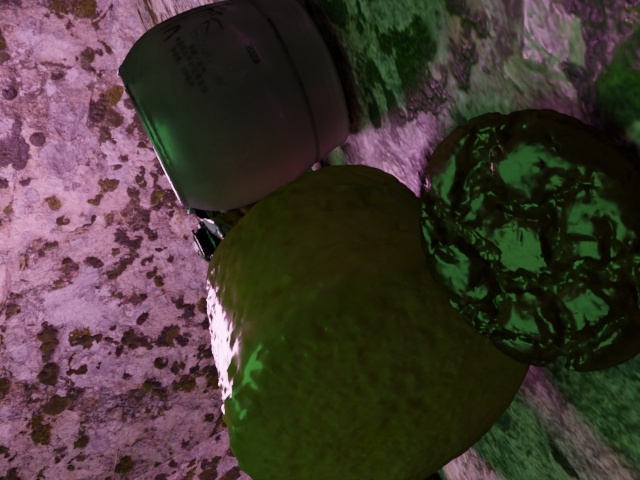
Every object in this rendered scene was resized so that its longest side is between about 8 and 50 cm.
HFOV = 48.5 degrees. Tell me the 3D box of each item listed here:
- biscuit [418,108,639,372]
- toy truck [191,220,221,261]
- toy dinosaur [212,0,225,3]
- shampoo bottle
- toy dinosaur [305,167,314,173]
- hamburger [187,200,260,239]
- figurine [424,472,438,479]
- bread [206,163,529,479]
[{"bbox_3d":[0.167,0.005,0.563,0.226,0.042,0.225,22,125,36],"label":"biscuit"},{"bbox_3d":[-0.196,-0.031,1.718,0.101,0.243,0.125,63,180,5],"label":"toy truck"},{"bbox_3d":[-0.172,-0.313,1.378,0.382,0.076,0.129,88,-175,-50],"label":"toy dinosaur"},{"bbox_3d":[-0.117,-0.192,0.987,0.273,0.267,0.273,59,170,18],"label":"shampoo bottle"},{"bbox_3d":[0.000,0.000,1.321,0.500,0.144,0.374,59,-171,-48],"label":"toy dinosaur"},{"bbox_3d":[-0.127,-0.031,1.499,0.261,0.150,0.276,31,178,41],"label":"hamburger"},{"bbox_3d":[0.241,0.575,1.574,0.098,0.083,0.154,-108,-7,-81],"label":"figurine"},{"bbox_3d":[0.042,0.092,0.824,0.307,0.349,0.348,-113,6,-50],"label":"bread"}]
